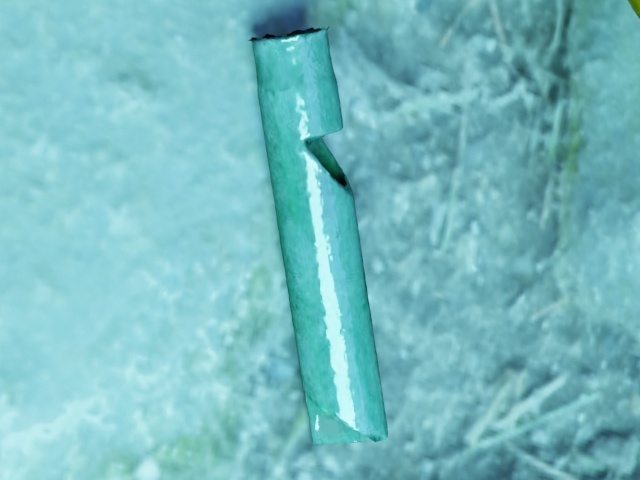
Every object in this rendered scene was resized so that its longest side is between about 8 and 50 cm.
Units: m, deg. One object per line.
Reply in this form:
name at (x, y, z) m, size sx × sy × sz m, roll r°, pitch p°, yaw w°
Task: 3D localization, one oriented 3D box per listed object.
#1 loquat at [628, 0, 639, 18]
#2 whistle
loquat at (0.276, -0.212, 0.926) m, size 0.328 × 0.328 × 0.359 m, roll -8°, pitch 52°, yaw -37°
whistle at (0.000, 0.000, 0.870) m, size 0.039 × 0.039 × 0.186 m, roll -14°, pitch 100°, yaw -37°
